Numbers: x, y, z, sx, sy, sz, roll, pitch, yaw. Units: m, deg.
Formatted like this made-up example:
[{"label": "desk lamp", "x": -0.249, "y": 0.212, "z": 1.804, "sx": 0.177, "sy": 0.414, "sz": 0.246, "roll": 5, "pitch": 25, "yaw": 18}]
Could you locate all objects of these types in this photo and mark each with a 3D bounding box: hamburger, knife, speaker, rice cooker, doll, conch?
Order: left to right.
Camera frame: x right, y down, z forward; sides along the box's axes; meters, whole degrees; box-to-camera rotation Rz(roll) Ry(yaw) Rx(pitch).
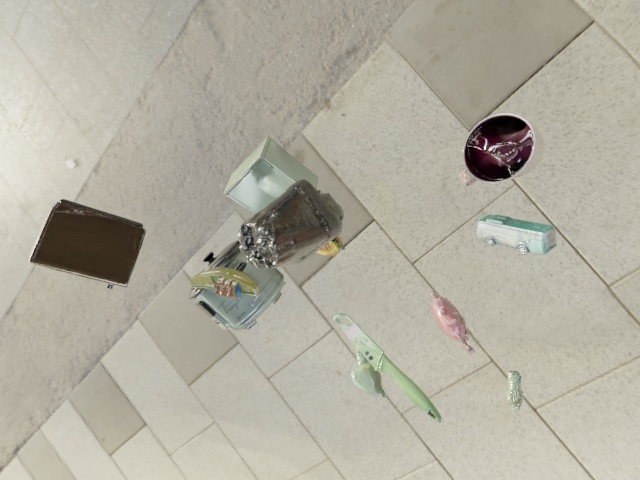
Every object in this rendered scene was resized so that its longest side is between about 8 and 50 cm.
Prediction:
[{"label": "speaker", "x": -0.614, "y": 0.018, "z": 1.098, "sx": 0.230, "sy": 0.153, "sz": 0.193, "roll": 20, "pitch": 76, "yaw": -22}, {"label": "rice cooker", "x": -0.248, "y": 0.122, "z": 1.183, "sx": 0.227, "sy": 0.241, "sz": 0.280, "roll": 45, "pitch": 157, "yaw": -10}, {"label": "hamburger", "x": 0.000, "y": 0.000, "z": 1.501, "sx": 0.165, "sy": 0.137, "sz": 0.087, "roll": 17, "pitch": 69, "yaw": 32}, {"label": "conch", "x": 0.141, "y": 0.405, "z": 1.257, "sx": 0.065, "sy": 0.088, "sz": 0.180, "roll": 108, "pitch": 146, "yaw": -42}, {"label": "knife", "x": 0.093, "y": 0.182, "z": 0.589, "sx": 0.030, "sy": 0.014, "sz": 0.207, "roll": -47, "pitch": 72, "yaw": 6}, {"label": "doll", "x": 0.484, "y": 0.301, "z": 1.512, "sx": 0.093, "sy": 0.211, "sz": 0.262, "roll": -36, "pitch": 56, "yaw": 11}]

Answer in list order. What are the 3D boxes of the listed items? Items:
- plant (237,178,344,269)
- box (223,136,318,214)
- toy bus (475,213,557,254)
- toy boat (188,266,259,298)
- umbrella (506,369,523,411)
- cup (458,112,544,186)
[{"label": "plant", "x": -0.053, "y": -0.031, "z": 0.851, "sx": 0.164, "sy": 0.256, "sz": 0.142, "roll": -40, "pitch": 81, "yaw": 38}, {"label": "box", "x": -0.166, "y": -0.191, "z": 1.389, "sx": 0.225, "sy": 0.118, "sz": 0.224, "roll": 35, "pitch": 131, "yaw": -25}, {"label": "toy bus", "x": 0.661, "y": -0.021, "z": 1.393, "sx": 0.261, "sy": 0.091, "sz": 0.109, "roll": 20, "pitch": 128, "yaw": 52}, {"label": "toy boat", "x": -0.228, "y": 0.105, "z": 0.973, "sx": 0.172, "sy": 0.066, "sz": 0.065, "roll": 9, "pitch": 139, "yaw": 11}, {"label": "umbrella", "x": 0.708, "y": 0.547, "z": 1.479, "sx": 0.062, "sy": 0.067, "sz": 0.144, "roll": 2, "pitch": 75, "yaw": 8}, {"label": "cup", "x": 0.616, "y": -0.281, "z": 1.387, "sx": 0.208, "sy": 0.273, "sz": 0.289, "roll": 33, "pitch": 118, "yaw": 27}]
